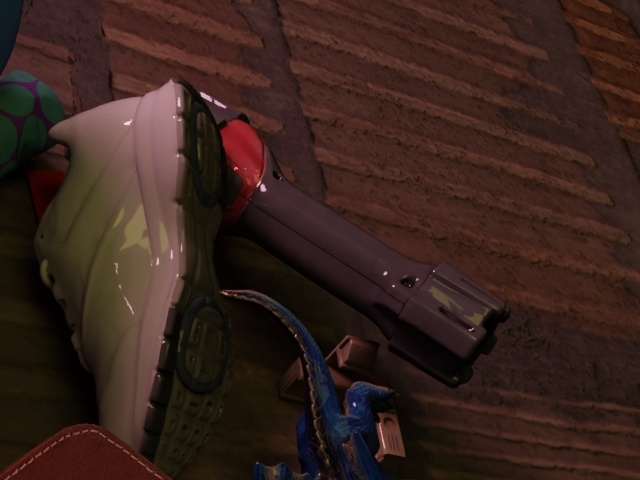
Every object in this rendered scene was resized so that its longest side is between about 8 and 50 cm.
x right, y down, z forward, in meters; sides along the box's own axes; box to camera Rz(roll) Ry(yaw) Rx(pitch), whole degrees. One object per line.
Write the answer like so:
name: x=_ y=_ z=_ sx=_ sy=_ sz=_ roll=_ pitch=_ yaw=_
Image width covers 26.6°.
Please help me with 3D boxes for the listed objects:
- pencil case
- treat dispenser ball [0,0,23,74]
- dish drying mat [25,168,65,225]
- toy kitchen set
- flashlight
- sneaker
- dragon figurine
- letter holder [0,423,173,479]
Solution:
pencil case: x=-0.244 y=-0.064 z=0.980 sx=0.064 sy=0.070 sz=0.152 roll=5 pitch=31 yaw=23
treat dispenser ball: x=-0.327 y=-0.170 z=0.833 sx=0.288 sy=0.288 sz=0.288 roll=23 pitch=40 yaw=-21
dish drying mat: x=-0.199 y=-0.019 z=1.019 sx=0.032 sy=0.008 sz=0.083 roll=6 pitch=49 yaw=-36
toy kitchen set: x=0.024 y=0.123 z=1.012 sx=0.083 sy=0.068 sz=0.075 roll=16 pitch=43 yaw=-28
flashlight: x=0.000 y=0.000 z=1.037 sx=0.304 sy=0.103 sz=0.103 roll=33 pitch=54 yaw=15
sneaker: x=-0.134 y=0.032 z=0.949 sx=0.111 sy=0.129 sz=0.297 roll=55 pitch=30 yaw=-59
dragon figurine: x=0.012 y=0.163 z=0.891 sx=0.289 sy=0.085 sz=0.144 roll=67 pitch=18 yaw=-7
letter holder: x=-0.150 y=0.262 z=0.656 sx=0.214 sy=0.152 sz=0.302 roll=39 pitch=37 yaw=2
